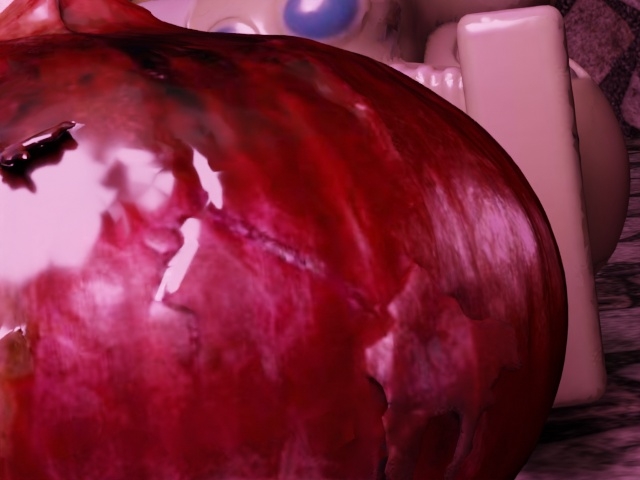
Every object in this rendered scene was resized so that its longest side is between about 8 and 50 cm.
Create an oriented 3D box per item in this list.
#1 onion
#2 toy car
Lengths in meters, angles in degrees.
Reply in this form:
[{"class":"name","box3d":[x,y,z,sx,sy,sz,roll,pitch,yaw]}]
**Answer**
[{"class":"onion","box3d":[-0.072,0.016,0.554,0.314,0.232,0.314,-5,4,0]},{"class":"toy car","box3d":[0.064,-0.031,0.853,0.226,0.242,0.336,-5,6,26]}]
